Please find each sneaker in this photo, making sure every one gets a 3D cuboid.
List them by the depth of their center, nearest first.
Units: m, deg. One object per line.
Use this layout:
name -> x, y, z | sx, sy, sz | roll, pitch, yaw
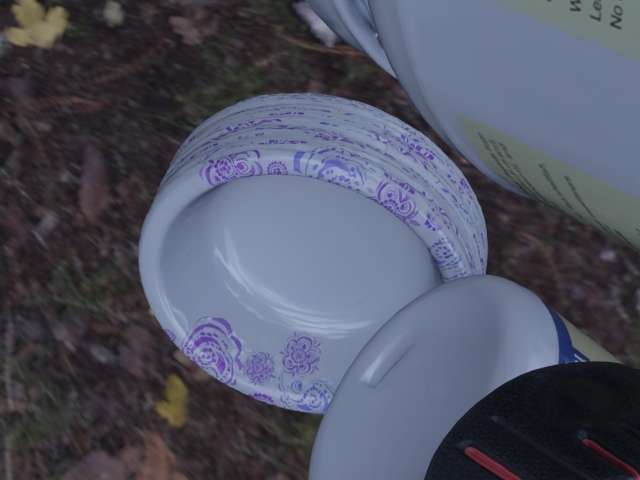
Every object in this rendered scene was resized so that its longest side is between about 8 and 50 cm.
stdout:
sneaker -> 0.202, 0.135, 1.054 | 0.313, 0.116, 0.136 | -16, 120, -24

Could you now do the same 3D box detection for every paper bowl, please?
paper bowl -> 0.000, 0.000, 1.587 | 0.284, 0.148, 0.284 | 8, 130, 9

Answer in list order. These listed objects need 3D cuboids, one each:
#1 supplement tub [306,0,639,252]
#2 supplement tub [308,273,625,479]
supplement tub -> 0.159, -0.092, 0.523 | 0.235, 0.325, 0.235 | -21, 125, -34
supplement tub -> 0.173, 0.195, 1.372 | 0.316, 0.228, 0.228 | 36, 87, -26
